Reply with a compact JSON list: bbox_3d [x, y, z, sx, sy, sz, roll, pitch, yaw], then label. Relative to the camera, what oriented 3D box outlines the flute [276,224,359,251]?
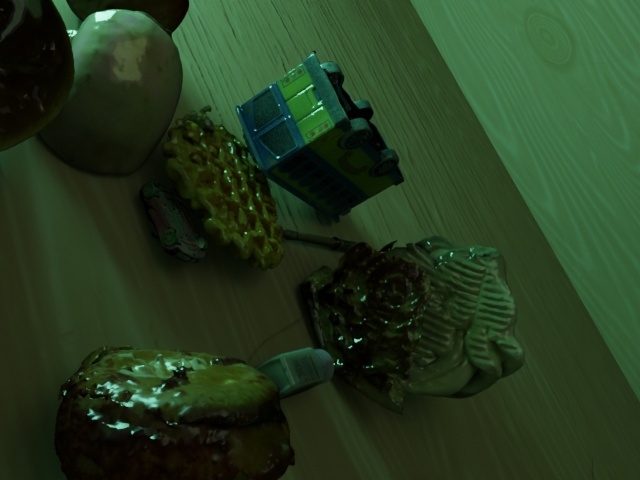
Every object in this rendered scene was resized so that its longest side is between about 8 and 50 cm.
[{"bbox_3d":[0.000,0.000,1.195,0.233,0.027,0.027,10,52,-49],"label":"flute"}]

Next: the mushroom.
[{"bbox_3d":[-0.284,-0.206,0.876,0.236,0.162,0.173,29,38,-33],"label":"mushroom"}]

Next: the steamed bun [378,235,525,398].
[{"bbox_3d":[0.200,0.141,1.163,0.207,0.268,0.280,69,11,-75],"label":"steamed bun"}]

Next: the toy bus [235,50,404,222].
[{"bbox_3d":[0.012,-0.165,1.150,0.312,0.190,0.152,29,33,-62],"label":"toy bus"}]

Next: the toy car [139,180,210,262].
[{"bbox_3d":[-0.207,-0.023,0.910,0.069,0.055,0.142,21,35,-57],"label":"toy car"}]

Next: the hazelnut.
[{"bbox_3d":[-0.306,-0.415,1.031,0.212,0.181,0.181,57,9,-17],"label":"hazelnut"}]

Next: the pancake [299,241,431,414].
[{"bbox_3d":[0.062,0.128,1.055,0.056,0.212,0.257,61,41,-69],"label":"pancake"}]

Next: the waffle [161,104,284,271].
[{"bbox_3d":[-0.139,-0.077,1.010,0.262,0.060,0.280,56,18,-12],"label":"waffle"}]

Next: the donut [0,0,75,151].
[{"bbox_3d":[-0.432,-0.226,0.679,0.330,0.160,0.330,22,64,-55],"label":"donut"}]

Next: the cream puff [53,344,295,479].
[{"bbox_3d":[-0.144,0.194,0.657,0.240,0.240,0.164,8,85,-50],"label":"cream puff"}]

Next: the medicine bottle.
[{"bbox_3d":[-0.034,0.187,0.925,0.118,0.074,0.055,-1,61,-55],"label":"medicine bottle"}]
